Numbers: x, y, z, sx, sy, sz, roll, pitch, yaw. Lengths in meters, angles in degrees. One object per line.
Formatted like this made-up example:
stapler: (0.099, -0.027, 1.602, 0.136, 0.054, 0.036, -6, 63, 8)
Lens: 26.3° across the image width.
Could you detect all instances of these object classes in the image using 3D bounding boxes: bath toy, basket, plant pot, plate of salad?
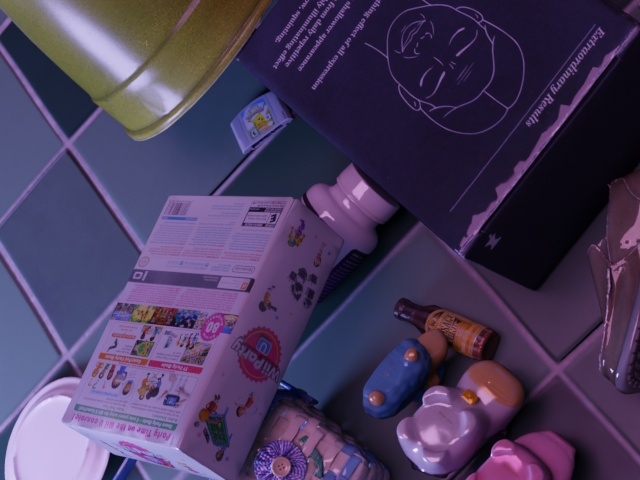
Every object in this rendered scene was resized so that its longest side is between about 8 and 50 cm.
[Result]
bath toy: (0.203, 0.245, 1.453, 0.151, 0.129, 0.348, -42, 59, -6)
basket: (-0.086, 0.268, 1.570, 0.289, 0.201, 0.255, 22, 83, 25)
plant pot: (-0.267, -0.369, 1.660, 0.366, 0.353, 0.366, -43, 27, 28)
plate of salad: (-0.343, 0.280, 1.815, 0.200, 0.048, 0.200, -17, 61, 33)

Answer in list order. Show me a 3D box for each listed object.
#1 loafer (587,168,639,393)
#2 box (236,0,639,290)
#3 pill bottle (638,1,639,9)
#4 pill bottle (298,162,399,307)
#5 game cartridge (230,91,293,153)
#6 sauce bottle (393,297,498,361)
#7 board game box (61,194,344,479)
loafer: (0.333, 0.039, 1.454, 0.087, 0.094, 0.251, 2, 74, 42)
box: (0.157, -0.188, 1.534, 0.395, 0.212, 0.293, 44, 101, 32)
pill bottle: (0.472, -0.321, 1.404, 0.301, 0.169, 0.169, -51, 59, 11)
pill bottle: (0.000, 0.000, 1.642, 0.193, 0.108, 0.108, -45, 60, 14)
game cartridge: (-0.078, -0.157, 1.783, 0.083, 0.017, 0.056, -35, 59, 19)
sauce bottle: (0.142, 0.100, 1.572, 0.128, 0.042, 0.042, 20, 89, 33)
board game box: (-0.134, 0.101, 1.533, 0.224, 0.097, 0.303, 3, 61, 47)
